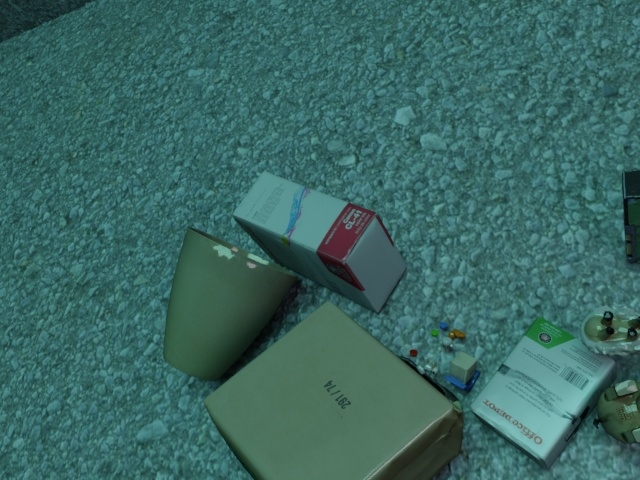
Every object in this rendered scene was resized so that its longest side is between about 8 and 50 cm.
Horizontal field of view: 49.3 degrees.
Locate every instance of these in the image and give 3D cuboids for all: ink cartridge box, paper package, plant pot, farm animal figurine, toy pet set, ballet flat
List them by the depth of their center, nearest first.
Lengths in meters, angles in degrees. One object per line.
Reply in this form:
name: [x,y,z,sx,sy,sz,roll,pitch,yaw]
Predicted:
farm animal figurine: [0.576,0.258,1.058,0.327,0.172,0.330,-4,72,13]
paper package: [0.020,0.315,1.183,0.309,0.168,0.325,-36,49,-19]
ink cartridge box: [0.382,0.261,1.198,0.153,0.087,0.208,34,78,36]
ballet flat: [0.193,0.277,1.301,0.173,0.049,0.057,35,80,37]
toy pet set: [0.240,0.229,1.310,0.114,0.065,0.122,26,39,32]
ink cartridge box: [0.000,0.000,1.455,0.306,0.226,0.131,25,73,34]
plant pot: [-0.220,0.147,1.478,0.256,0.256,0.274,24,88,34]

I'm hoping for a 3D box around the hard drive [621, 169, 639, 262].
hard drive: [0.683,-0.044,1.150,0.339,0.237,0.064,-4,59,24]
